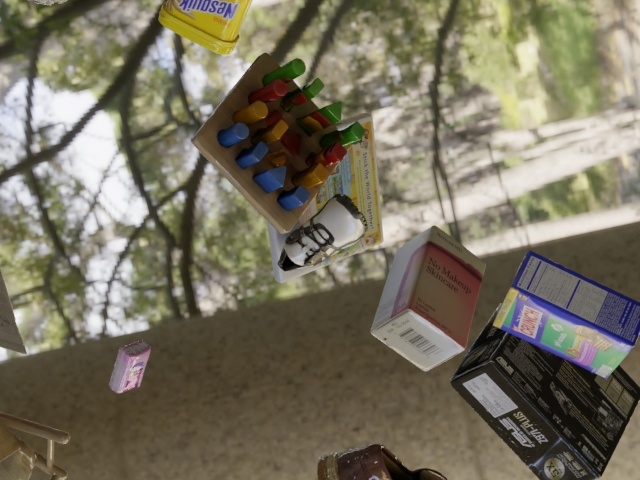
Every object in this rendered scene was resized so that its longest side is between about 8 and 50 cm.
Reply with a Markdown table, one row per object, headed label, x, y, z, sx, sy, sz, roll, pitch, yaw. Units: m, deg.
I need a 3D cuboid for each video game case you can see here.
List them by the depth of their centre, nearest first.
| label | x | y | z | sx | sy | sz | roll | pitch | yaw |
| --- | --- | --- | --- | --- | --- | --- | --- | --- | --- |
| video game case | 0.004 | -0.068 | 1.767 | 0.026 | 0.206 | 0.227 | 28 | 132 | 51 |

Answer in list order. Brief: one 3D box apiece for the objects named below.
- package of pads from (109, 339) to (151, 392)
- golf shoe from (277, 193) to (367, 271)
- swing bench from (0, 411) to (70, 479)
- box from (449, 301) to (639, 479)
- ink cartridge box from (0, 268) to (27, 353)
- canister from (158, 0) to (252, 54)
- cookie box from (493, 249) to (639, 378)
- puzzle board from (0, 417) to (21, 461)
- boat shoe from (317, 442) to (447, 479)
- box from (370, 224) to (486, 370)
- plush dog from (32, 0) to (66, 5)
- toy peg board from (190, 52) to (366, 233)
| label | x | y | z | sx | sy | sz | roll | pitch | yaw |
| --- | --- | --- | --- | --- | --- | --- | --- | --- | --- |
| package of pads | -0.307 | 0.204 | 1.800 | 0.050 | 0.032 | 0.083 | -15 | -46 | -48 |
| golf shoe | 0.000 | 0.000 | 1.647 | 0.077 | 0.094 | 0.198 | 49 | 150 | 2 |
| swing bench | -0.570 | 0.385 | 1.767 | 0.165 | 0.254 | 0.253 | 109 | -173 | -50 |
| box | 0.255 | 0.164 | 1.257 | 0.180 | 0.077 | 0.147 | 46 | -130 | -6 |
| ink cartridge box | -0.574 | 0.091 | 1.746 | 0.189 | 0.066 | 0.232 | 24 | -151 | -44 |
| canister | -0.158 | -0.385 | 1.688 | 0.170 | 0.126 | 0.073 | -62 | 4 | 29 |
| cookie box | 0.204 | 0.063 | 0.924 | 0.040 | 0.107 | 0.092 | -60 | -11 | -21 |
| puzzle board | -0.528 | 0.306 | 1.666 | 0.096 | 0.128 | 0.011 | 55 | 152 | 4 |
| boat shoe | 0.135 | 0.380 | 1.559 | 0.342 | 0.123 | 0.123 | 46 | -157 | -34 |
| box | 0.215 | 0.113 | 2.202 | 0.148 | 0.127 | 0.232 | 35 | -133 | -16 |
| plush dog | -0.315 | -0.470 | 1.562 | 0.225 | 0.262 | 0.211 | -73 | -32 | -54 |
| toy peg board | -0.038 | -0.124 | 1.319 | 0.161 | 0.079 | 0.161 | 46 | -123 | -18 |
